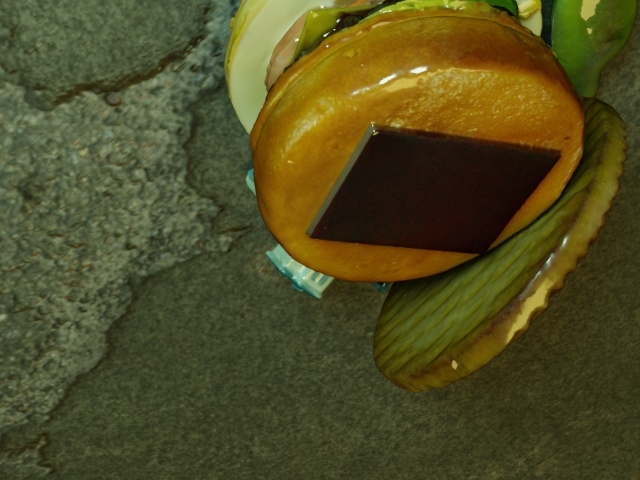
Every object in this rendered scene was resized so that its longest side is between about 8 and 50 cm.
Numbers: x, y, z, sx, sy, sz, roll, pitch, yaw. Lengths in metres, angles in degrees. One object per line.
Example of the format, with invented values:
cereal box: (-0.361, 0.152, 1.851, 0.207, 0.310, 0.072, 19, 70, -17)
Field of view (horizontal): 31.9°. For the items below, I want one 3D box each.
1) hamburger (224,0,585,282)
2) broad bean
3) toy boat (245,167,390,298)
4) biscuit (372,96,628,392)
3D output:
hamburger: (0.065, -0.121, 0.899, 0.291, 0.225, 0.291, -9, 141, -7)
broad bean: (0.238, -0.246, 0.968, 0.075, 0.067, 0.325, -40, 141, -26)
toy boat: (0.000, 0.000, 1.088, 0.102, 0.088, 0.215, -49, 132, 9)
biscuit: (0.158, 0.002, 1.012, 0.040, 0.318, 0.318, 36, 116, -12)
